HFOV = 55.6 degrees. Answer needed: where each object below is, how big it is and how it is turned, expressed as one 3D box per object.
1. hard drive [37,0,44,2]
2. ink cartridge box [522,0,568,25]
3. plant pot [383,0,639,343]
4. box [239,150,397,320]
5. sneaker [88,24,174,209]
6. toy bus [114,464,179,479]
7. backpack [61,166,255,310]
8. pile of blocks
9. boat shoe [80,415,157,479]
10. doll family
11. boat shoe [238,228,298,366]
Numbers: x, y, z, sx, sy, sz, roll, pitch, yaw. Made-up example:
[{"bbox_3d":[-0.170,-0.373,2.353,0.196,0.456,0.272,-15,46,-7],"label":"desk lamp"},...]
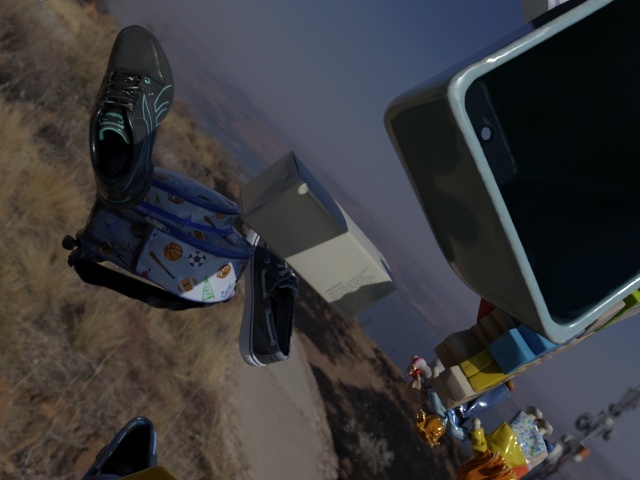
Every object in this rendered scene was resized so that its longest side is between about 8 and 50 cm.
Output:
[{"bbox_3d":[-0.380,-0.533,1.094,0.040,0.307,0.203,66,-16,0],"label":"hard drive"},{"bbox_3d":[0.349,-0.333,0.822,0.045,0.208,0.206,20,-42,46],"label":"ink cartridge box"},{"bbox_3d":[0.203,-0.089,0.621,0.248,0.247,0.252,62,-14,-16],"label":"plant pot"},{"bbox_3d":[0.000,0.000,0.957,0.275,0.113,0.094,49,15,-33],"label":"box"},{"bbox_3d":[-0.264,-0.180,0.846,0.101,0.268,0.106,3,-7,-4],"label":"sneaker"},{"bbox_3d":[-0.230,0.260,0.352,0.108,0.332,0.130,-1,-81,59],"label":"toy bus"},{"bbox_3d":[-0.246,-0.004,1.059,0.263,0.213,0.276,33,14,5],"label":"backpack"},{"bbox_3d":[0.295,0.086,0.795,0.113,0.362,0.149,60,-10,25],"label":"pile of blocks"},{"bbox_3d":[-0.214,0.258,0.579,0.108,0.089,0.258,14,13,-14],"label":"boat shoe"},{"bbox_3d":[0.228,0.269,0.898,0.263,0.163,0.118,54,-13,16],"label":"doll family"},{"bbox_3d":[-0.089,0.090,1.179,0.108,0.102,0.301,36,48,-45],"label":"boat shoe"}]
